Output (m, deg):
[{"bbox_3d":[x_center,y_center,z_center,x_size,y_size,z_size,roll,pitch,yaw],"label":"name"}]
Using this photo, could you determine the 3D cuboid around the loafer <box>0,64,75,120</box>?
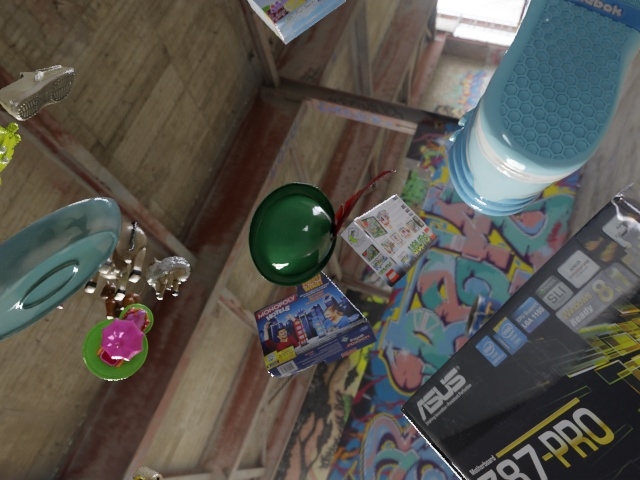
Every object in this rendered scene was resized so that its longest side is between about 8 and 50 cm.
[{"bbox_3d":[-0.790,-0.432,1.388,0.102,0.092,0.269,-55,10,37],"label":"loafer"}]

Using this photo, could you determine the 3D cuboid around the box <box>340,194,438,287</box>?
[{"bbox_3d":[0.122,-0.007,0.826,0.036,0.114,0.207,-47,-9,30],"label":"box"}]

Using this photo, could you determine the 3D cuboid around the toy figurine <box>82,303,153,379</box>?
[{"bbox_3d":[-0.386,0.187,0.999,0.159,0.130,0.173,-34,22,54],"label":"toy figurine"}]

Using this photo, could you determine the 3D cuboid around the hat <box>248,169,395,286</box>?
[{"bbox_3d":[0.000,0.000,0.776,0.172,0.183,0.209,-19,-67,-27],"label":"hat"}]

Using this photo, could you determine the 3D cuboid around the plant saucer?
[{"bbox_3d":[-0.427,0.058,0.762,0.317,0.044,0.317,-43,1,1],"label":"plant saucer"}]

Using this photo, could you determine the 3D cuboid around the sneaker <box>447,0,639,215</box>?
[{"bbox_3d":[0.226,-0.165,0.505,0.319,0.127,0.208,-54,-9,-15],"label":"sneaker"}]

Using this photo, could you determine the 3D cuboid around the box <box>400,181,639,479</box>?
[{"bbox_3d":[0.312,0.187,0.529,0.097,0.318,0.395,-19,-30,-46],"label":"box"}]

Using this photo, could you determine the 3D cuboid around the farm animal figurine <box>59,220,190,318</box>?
[{"bbox_3d":[-0.528,0.047,1.182,0.330,0.326,0.172,38,-144,-43],"label":"farm animal figurine"}]

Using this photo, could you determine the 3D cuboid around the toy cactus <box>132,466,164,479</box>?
[{"bbox_3d":[-0.296,0.476,0.910,0.218,0.180,0.112,19,-100,-38],"label":"toy cactus"}]

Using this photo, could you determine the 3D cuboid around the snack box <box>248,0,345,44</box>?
[{"bbox_3d":[-0.069,-0.582,1.170,0.174,0.207,0.070,-36,-35,1],"label":"snack box"}]

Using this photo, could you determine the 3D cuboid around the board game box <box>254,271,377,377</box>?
[{"bbox_3d":[-0.020,0.143,0.931,0.194,0.194,0.060,-113,-2,-52],"label":"board game box"}]

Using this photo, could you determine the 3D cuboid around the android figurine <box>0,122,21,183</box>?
[{"bbox_3d":[-0.810,-0.169,1.170,0.248,0.056,0.273,-34,25,58],"label":"android figurine"}]
